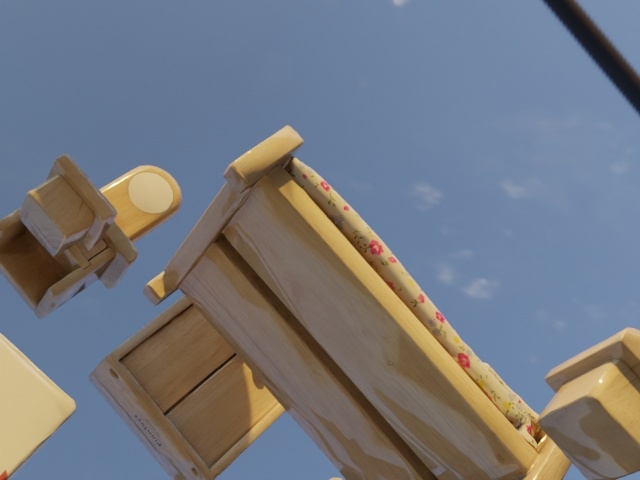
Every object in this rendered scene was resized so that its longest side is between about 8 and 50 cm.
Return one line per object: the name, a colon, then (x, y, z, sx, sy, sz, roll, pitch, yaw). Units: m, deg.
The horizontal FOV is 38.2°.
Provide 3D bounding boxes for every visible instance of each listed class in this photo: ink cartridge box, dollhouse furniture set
ink cartridge box: (-0.182, 0.112, 0.411, 0.056, 0.135, 0.099, 44, -139, -4)
dollhouse furniture set: (0.000, 0.000, 0.514, 0.303, 0.355, 0.174, 49, -128, 2)
